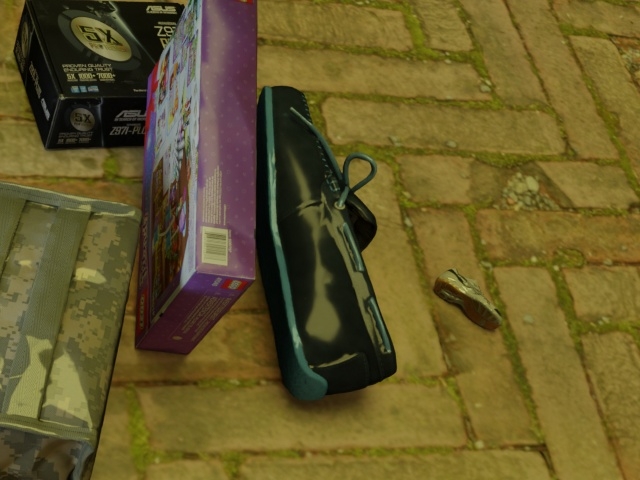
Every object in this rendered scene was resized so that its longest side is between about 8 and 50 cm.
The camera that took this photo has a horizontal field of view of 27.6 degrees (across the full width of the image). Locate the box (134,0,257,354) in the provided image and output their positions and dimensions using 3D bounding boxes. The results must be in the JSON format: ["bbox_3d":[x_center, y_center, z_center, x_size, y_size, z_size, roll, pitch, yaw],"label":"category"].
[{"bbox_3d":[-0.113,-0.066,1.184,0.057,0.201,0.293,8,65,-20],"label":"box"}]

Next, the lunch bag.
[{"bbox_3d":[-0.305,0.070,1.048,0.286,0.169,0.235,12,50,-6],"label":"lunch bag"}]

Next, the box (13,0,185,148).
[{"bbox_3d":[-0.214,-0.176,1.374,0.180,0.078,0.147,-3,52,-28],"label":"box"}]

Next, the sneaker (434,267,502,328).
[{"bbox_3d":[0.162,0.058,1.381,0.083,0.032,0.037,38,45,9],"label":"sneaker"}]

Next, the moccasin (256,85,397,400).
[{"bbox_3d":[0.000,0.000,1.296,0.116,0.138,0.342,-4,65,-12],"label":"moccasin"}]
